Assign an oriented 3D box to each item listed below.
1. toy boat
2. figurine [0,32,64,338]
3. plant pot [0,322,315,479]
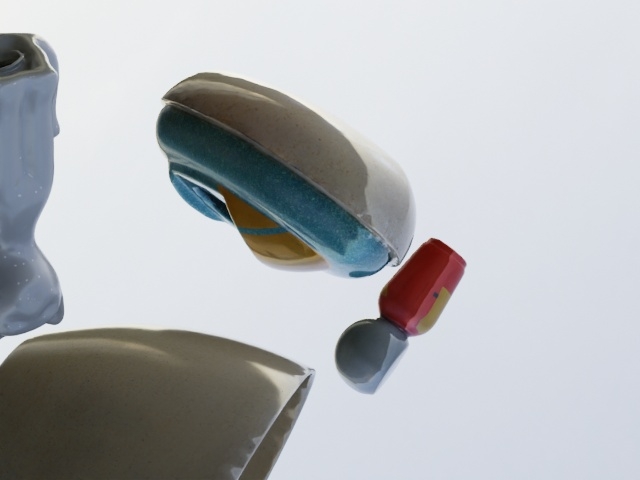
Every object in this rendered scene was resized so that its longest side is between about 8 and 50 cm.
[{"bbox_3d":[0.000,0.000,1.584,0.148,0.318,0.267,-53,-141,-8],"label":"toy boat"},{"bbox_3d":[-0.247,-0.007,1.174,0.092,0.215,0.209,35,-48,47],"label":"figurine"},{"bbox_3d":[-0.154,0.169,1.354,0.284,0.191,0.284,-60,173,-11],"label":"plant pot"}]
